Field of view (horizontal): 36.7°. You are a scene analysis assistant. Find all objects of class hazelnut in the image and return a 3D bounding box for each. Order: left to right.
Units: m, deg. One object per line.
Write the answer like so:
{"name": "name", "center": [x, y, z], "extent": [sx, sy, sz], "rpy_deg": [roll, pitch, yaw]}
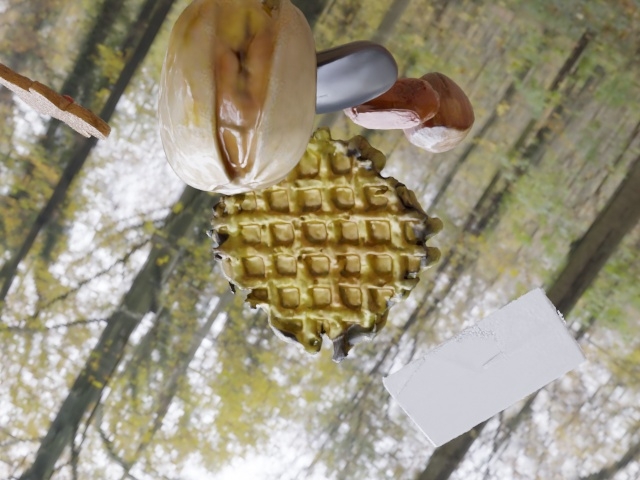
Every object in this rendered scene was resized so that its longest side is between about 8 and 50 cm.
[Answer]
{"name": "hazelnut", "center": [0.228, -0.249, 1.866], "extent": [0.150, 0.150, 0.150], "rpy_deg": [29, -164, -9]}

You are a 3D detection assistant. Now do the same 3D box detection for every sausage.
{"name": "sausage", "center": [0.120, -0.240, 1.700], "extent": [0.179, 0.089, 0.089], "rpy_deg": [-4, -172, 16]}

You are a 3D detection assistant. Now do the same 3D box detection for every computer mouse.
{"name": "computer mouse", "center": [0.002, -0.238, 1.450], "extent": [0.120, 0.232, 0.057], "rpy_deg": [49, -143, -55]}

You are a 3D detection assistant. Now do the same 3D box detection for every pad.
{"name": "pad", "center": [0.208, 0.162, 1.206], "extent": [0.156, 0.232, 0.004], "rpy_deg": [52, -169, -32]}

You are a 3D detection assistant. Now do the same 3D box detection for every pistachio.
{"name": "pistachio", "center": [-0.116, -0.196, 1.342], "extent": [0.229, 0.309, 0.230], "rpy_deg": [4, -150, -2]}

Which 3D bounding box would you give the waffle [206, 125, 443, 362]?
{"name": "waffle", "center": [0.000, 0.000, 1.704], "extent": [0.379, 0.382, 0.095], "rpy_deg": [45, -162, 0]}

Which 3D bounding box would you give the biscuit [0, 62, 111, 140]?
{"name": "biscuit", "center": [-0.456, -0.238, 1.681], "extent": [0.250, 0.036, 0.165], "rpy_deg": [25, 169, 30]}
